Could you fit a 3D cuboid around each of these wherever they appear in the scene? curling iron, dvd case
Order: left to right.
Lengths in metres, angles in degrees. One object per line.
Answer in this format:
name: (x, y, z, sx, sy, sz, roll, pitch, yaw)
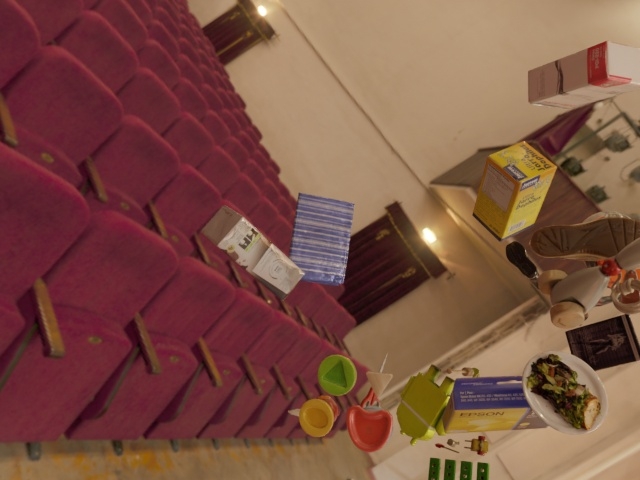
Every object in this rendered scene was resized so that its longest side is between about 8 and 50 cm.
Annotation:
curling iron: (0.942, 0.223, 1.742, 0.035, 0.274, 0.068, 29, -51, 53)
dvd case: (0.977, 0.361, 1.766, 0.018, 0.221, 0.164, 27, 49, -34)

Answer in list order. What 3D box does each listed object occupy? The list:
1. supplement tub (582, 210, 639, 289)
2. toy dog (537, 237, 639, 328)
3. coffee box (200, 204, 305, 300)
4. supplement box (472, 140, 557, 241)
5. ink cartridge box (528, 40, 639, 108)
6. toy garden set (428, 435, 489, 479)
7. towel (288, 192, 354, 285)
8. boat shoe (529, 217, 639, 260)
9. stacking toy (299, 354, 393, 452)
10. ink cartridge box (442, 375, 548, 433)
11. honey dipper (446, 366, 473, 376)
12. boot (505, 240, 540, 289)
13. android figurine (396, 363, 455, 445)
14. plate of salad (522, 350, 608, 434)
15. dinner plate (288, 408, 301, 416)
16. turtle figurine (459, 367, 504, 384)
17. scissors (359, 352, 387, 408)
supplement tub: (0.975, 0.035, 1.682, 0.207, 0.207, 0.338, 57, 24, -4)
toy dog: (0.747, 0.126, 1.342, 0.161, 0.220, 0.334, 27, -26, -23)
coffee box: (-0.208, 0.039, 1.593, 0.297, 0.119, 0.168, 44, -9, -32)
supplement box: (0.810, -0.202, 2.162, 0.194, 0.195, 0.356, 54, -20, 36)
ink cartridge box: (0.642, -0.392, 1.236, 0.218, 0.159, 0.092, -6, -94, 63)
toy garden set: (0.541, 0.859, 1.969, 0.049, 0.244, 0.203, 36, 54, -37)
towel: (0.000, 0.000, 1.980, 0.040, 0.243, 0.336, -171, -90, -68)
boat shoe: (0.791, -0.001, 1.485, 0.110, 0.341, 0.121, 20, 72, -73)
stacking toy: (0.110, 0.534, 1.705, 0.309, 0.279, 0.130, 13, -3, 21)
ink cartridge box: (0.503, 0.452, 1.391, 0.307, 0.304, 0.072, 81, 7, -57)
honey dipper: (0.457, 0.431, 1.680, 0.161, 0.030, 0.030, 19, 31, -46)
boot: (0.808, 0.106, 2.008, 0.137, 0.077, 0.198, 42, 25, -34)
android figurine: (0.365, 0.579, 1.781, 0.056, 0.272, 0.248, 28, 1, -31)
plate of salad: (0.575, 0.349, 1.194, 0.200, 0.200, 0.048, 58, -19, 29)
dinner plate: (-0.054, 0.662, 1.950, 0.141, 0.141, 0.017, 50, 49, -71)
turtle figurine: (0.706, 0.645, 2.198, 0.217, 0.269, 0.087, 47, 19, -16)
scissors: (0.210, 0.580, 2.015, 0.021, 0.109, 0.297, 35, -54, 48)
